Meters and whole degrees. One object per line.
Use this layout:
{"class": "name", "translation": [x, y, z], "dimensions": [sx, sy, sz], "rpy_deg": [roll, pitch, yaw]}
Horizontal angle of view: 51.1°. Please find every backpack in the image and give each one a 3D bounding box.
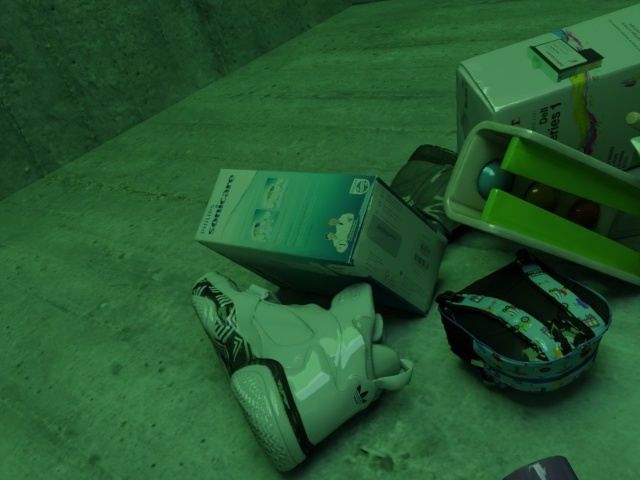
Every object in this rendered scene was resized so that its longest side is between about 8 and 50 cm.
{"class": "backpack", "translation": [0.245, 0.107, 0.775], "dimensions": [0.158, 0.116, 0.173], "rpy_deg": [-27, 29, -15]}

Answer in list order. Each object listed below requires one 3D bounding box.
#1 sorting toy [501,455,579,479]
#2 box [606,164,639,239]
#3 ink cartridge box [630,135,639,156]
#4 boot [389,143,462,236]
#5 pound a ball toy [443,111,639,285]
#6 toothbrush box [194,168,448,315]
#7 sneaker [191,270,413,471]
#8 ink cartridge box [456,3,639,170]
{"class": "sorting toy", "translation": [0.075, 0.309, 0.575], "dimensions": [0.366, 0.127, 0.126], "rpy_deg": [-19, 57, -5]}
{"class": "box", "translation": [0.481, -0.121, 1.066], "dimensions": [0.169, 0.087, 0.290], "rpy_deg": [-13, 29, 11]}
{"class": "ink cartridge box", "translation": [0.520, -0.019, 0.728], "dimensions": [0.261, 0.066, 0.296], "rpy_deg": [-17, 62, 2]}
{"class": "boot", "translation": [0.221, -0.036, 1.079], "dimensions": [0.338, 0.118, 0.222], "rpy_deg": [14, 51, 47]}
{"class": "pound a ball toy", "translation": [0.333, -0.077, 0.850], "dimensions": [0.319, 0.208, 0.136], "rpy_deg": [16, 8, -26]}
{"class": "toothbrush box", "translation": [0.000, 0.000, 0.981], "dimensions": [0.296, 0.216, 0.126], "rpy_deg": [6, 71, 40]}
{"class": "sneaker", "translation": [-0.035, 0.127, 0.898], "dimensions": [0.210, 0.137, 0.366], "rpy_deg": [-25, 34, -12]}
{"class": "ink cartridge box", "translation": [0.339, -0.177, 0.918], "dimensions": [0.278, 0.201, 0.117], "rpy_deg": [-18, 51, -1]}
